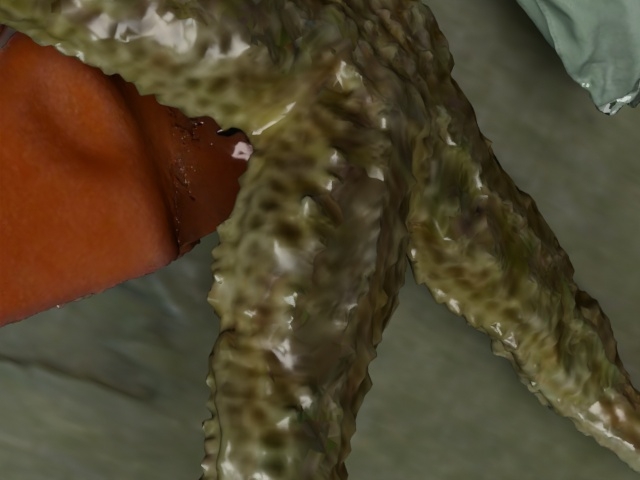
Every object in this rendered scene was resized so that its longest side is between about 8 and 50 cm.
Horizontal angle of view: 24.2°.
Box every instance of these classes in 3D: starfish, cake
[{"bbox_3d":[0.000,0.000,0.589,0.432,0.082,0.324,59,43,-14],"label":"starfish"},{"bbox_3d":[-0.162,-0.002,0.579,0.287,0.098,0.135,-32,111,-30],"label":"cake"}]

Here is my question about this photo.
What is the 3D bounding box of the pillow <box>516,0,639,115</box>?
[{"bbox_3d":[0.115,-0.243,0.612,0.310,0.138,0.283,38,90,-19],"label":"pillow"}]
